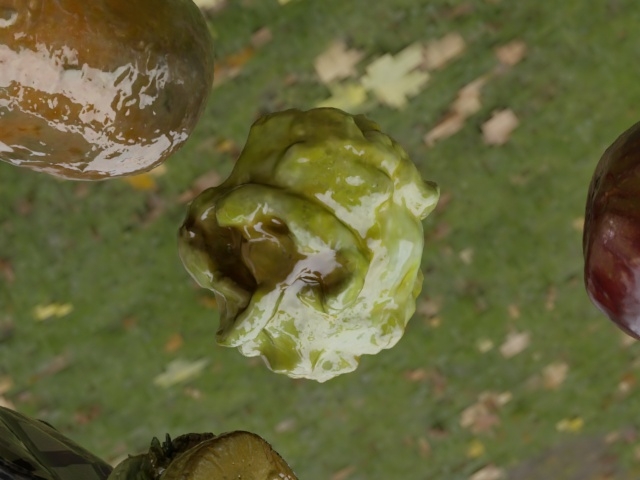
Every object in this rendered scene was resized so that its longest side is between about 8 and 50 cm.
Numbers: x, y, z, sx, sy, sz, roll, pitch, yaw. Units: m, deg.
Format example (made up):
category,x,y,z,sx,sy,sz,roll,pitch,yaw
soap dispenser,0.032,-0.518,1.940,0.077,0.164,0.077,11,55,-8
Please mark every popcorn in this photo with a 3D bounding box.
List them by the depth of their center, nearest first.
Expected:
category,x,y,z,sx,sy,sz,roll,pitch,yaw
popcorn,0.000,0.000,1.719,0.255,0.195,0.256,-17,121,-40

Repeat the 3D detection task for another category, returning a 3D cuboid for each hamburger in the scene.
category,x,y,z,sx,sy,sz,roll,pitch,yaw
hamburger,-0.084,0.262,1.532,0.122,0.189,0.215,-26,120,30

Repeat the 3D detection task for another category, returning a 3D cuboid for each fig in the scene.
category,x,y,z,sx,sy,sz,roll,pitch,yaw
fig,0.277,0.001,1.268,0.175,0.207,0.175,17,90,-86

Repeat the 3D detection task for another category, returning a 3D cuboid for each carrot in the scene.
category,x,y,z,sx,sy,sz,roll,pitch,yaw
carrot,-0.272,-0.179,1.741,0.341,0.224,0.224,17,130,-37

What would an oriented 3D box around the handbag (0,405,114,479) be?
category,x,y,z,sx,sy,sz,roll,pitch,yaw
handbag,-0.275,0.245,1.720,0.325,0.327,0.162,26,84,-58
